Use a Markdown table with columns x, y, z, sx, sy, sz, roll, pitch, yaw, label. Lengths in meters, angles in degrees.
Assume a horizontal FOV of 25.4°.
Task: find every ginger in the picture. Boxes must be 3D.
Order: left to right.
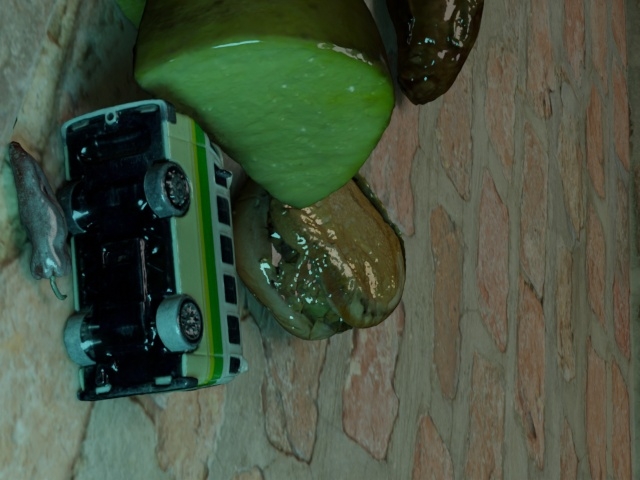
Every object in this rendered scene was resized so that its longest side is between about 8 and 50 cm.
| x | y | z | sx | sy | sz | roll | pitch | yaw | label |
| --- | --- | --- | --- | --- | --- | --- | --- | --- | --- |
| 0.178 | -0.382 | 2.254 | 0.165 | 0.172 | 0.321 | 13 | 65 | -21 | ginger |

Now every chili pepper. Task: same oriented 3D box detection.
| x | y | z | sx | sy | sz | roll | pitch | yaw | label |
| --- | --- | --- | --- | --- | --- | --- | --- | --- | --- |
| -0.255 | -0.019 | 1.304 | 0.050 | 0.041 | 0.153 | 171 | -92 | -72 | chili pepper |

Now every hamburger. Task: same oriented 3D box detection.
| x | y | z | sx | sy | sz | roll | pitch | yaw | label |
| --- | --- | --- | --- | --- | --- | --- | --- | --- | --- |
| 0.000 | 0.000 | 1.734 | 0.286 | 0.146 | 0.243 | 9 | 66 | -57 | hamburger |

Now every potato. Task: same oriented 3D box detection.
| x | y | z | sx | sy | sz | roll | pitch | yaw | label |
| --- | --- | --- | --- | --- | --- | --- | --- | --- | --- |
| -0.034 | -0.233 | 1.513 | 0.330 | 0.212 | 0.280 | 40 | 34 | -52 | potato |

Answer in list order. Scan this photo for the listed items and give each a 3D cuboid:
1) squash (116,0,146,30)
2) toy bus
| x | y | z | sx | sy | sz | roll | pitch | yaw | label |
| --- | --- | --- | --- | --- | --- | --- | --- | --- | --- |
| -0.174 | -0.339 | 1.610 | 0.252 | 0.048 | 0.252 | -12 | 90 | -68 | squash |
| -0.159 | 0.015 | 1.388 | 0.164 | 0.133 | 0.276 | 15 | 68 | -63 | toy bus |
